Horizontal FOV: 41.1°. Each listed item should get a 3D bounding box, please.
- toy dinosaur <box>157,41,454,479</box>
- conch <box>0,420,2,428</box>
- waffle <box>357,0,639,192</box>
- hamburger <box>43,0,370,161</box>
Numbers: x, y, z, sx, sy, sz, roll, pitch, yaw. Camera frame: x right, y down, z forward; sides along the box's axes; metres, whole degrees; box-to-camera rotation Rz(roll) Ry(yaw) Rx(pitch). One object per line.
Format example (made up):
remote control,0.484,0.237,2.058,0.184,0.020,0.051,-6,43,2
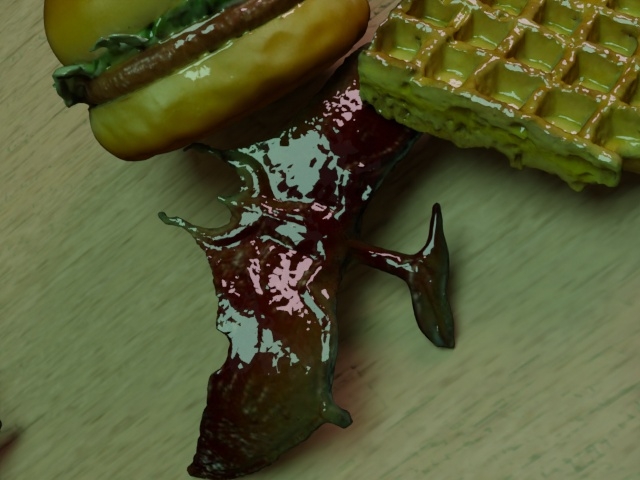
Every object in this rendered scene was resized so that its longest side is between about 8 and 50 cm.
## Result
toy dinosaur,-0.006,-0.008,0.598,0.206,0.113,0.328,-5,74,-2
conch,-0.404,0.199,0.671,0.312,0.186,0.241,-4,73,5
waffle,0.153,-0.115,0.545,0.210,0.055,0.160,25,62,20
hamburger,-0.094,-0.175,0.616,0.246,0.170,0.246,-24,18,8
